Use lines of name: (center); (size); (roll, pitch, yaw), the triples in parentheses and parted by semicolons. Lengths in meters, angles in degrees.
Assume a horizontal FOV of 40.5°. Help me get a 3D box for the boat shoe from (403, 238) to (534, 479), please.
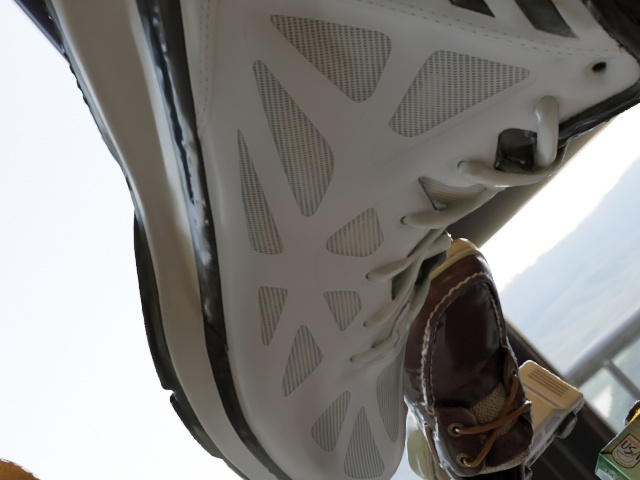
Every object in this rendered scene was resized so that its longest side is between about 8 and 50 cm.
boat shoe: (0.136, 0.140, 0.744); (0.123, 0.123, 0.342); (-32, -41, -20)

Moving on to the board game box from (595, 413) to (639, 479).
board game box: (0.421, 0.220, 0.706); (0.213, 0.317, 0.046); (-37, -37, -18)

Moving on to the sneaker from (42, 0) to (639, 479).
sneaker: (0.047, -0.011, 0.437); (0.169, 0.258, 0.447); (-62, -35, -47)

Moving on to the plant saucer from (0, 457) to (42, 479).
plant saucer: (-0.155, 0.136, 0.378); (0.083, 0.083, 0.015); (-37, -9, -20)

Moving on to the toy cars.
toy cars: (0.328, 0.194, 1.003); (0.394, 0.176, 0.087); (-7, -43, 0)
